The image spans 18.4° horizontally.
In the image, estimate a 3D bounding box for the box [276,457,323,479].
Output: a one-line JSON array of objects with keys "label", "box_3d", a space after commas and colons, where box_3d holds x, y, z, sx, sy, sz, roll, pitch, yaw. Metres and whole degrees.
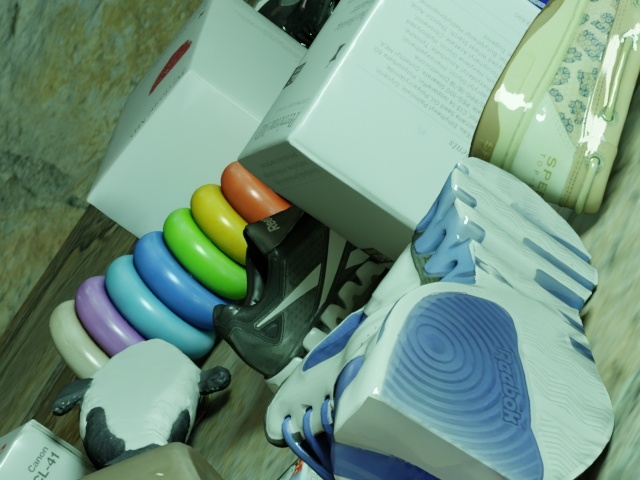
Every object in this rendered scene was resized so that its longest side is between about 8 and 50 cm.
[{"label": "box", "box_3d": [-0.045, 0.210, 1.279, 0.137, 0.027, 0.094, -48, 15, 27]}]

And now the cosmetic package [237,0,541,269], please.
[{"label": "cosmetic package", "box_3d": [0.064, -0.094, 1.399, 0.183, 0.151, 0.151, -57, 11, -12]}]

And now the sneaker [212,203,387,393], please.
[{"label": "sneaker", "box_3d": [0.000, 0.000, 1.494, 0.234, 0.106, 0.078, -57, 13, -12]}]

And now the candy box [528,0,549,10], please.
[{"label": "candy box", "box_3d": [0.212, -0.338, 1.478, 0.317, 0.122, 0.268, -56, 8, 38]}]

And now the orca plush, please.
[{"label": "orca plush", "box_3d": [-0.133, 0.174, 1.648, 0.151, 0.102, 0.287, -15, 17, -16]}]

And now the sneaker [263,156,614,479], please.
[{"label": "sneaker", "box_3d": [0.053, 0.094, 1.042, 0.182, 0.127, 0.315, -53, 5, 24]}]

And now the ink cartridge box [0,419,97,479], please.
[{"label": "ink cartridge box", "box_3d": [-0.315, 0.308, 1.792, 0.226, 0.131, 0.306, -59, 14, -24]}]

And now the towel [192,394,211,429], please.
[{"label": "towel", "box_3d": [-0.122, 0.161, 1.746, 0.083, 0.009, 0.060, -50, 14, 20]}]

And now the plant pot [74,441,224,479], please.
[{"label": "plant pot", "box_3d": [-0.125, 0.237, 1.094, 0.229, 0.263, 0.263, -36, 12, -1]}]

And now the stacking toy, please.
[{"label": "stacking toy", "box_3d": [-0.099, 0.005, 1.823, 0.330, 0.141, 0.141, -47, 13, 12]}]

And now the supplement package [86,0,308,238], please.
[{"label": "supplement package", "box_3d": [-0.101, -0.108, 2.005, 0.177, 0.175, 0.293, -49, 13, 20]}]

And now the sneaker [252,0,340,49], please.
[{"label": "sneaker", "box_3d": [-0.004, -0.248, 2.209, 0.283, 0.107, 0.124, -48, 19, 26]}]

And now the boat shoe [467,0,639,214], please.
[{"label": "boat shoe", "box_3d": [0.189, -0.132, 1.234, 0.285, 0.089, 0.104, -57, -14, -25]}]
